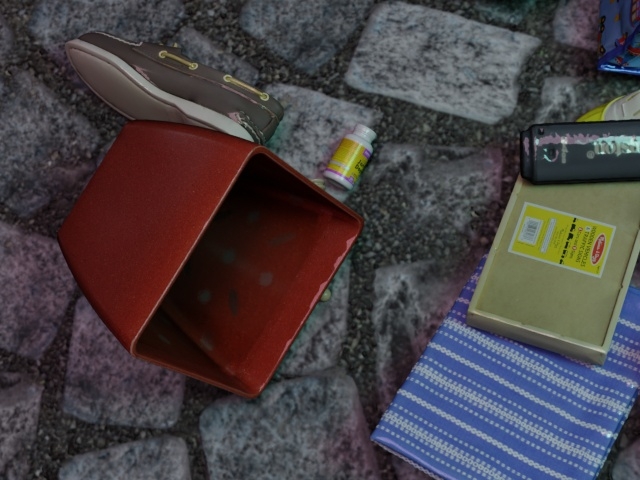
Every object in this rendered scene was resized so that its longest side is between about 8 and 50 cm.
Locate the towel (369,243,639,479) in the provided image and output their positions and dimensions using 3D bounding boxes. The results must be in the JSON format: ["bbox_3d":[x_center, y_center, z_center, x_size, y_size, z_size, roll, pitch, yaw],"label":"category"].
[{"bbox_3d":[0.244,0.153,1.293,0.243,0.040,0.336,27,61,17],"label":"towel"}]

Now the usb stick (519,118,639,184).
[{"bbox_3d":[0.381,-0.109,1.341,0.278,0.045,0.077,-2,102,5],"label":"usb stick"}]

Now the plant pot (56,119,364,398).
[{"bbox_3d":[-0.155,-0.001,1.357,0.236,0.267,0.267,32,89,34],"label":"plant pot"}]

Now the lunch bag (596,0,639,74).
[{"bbox_3d":[0.505,-0.311,1.366,0.293,0.138,0.220,8,77,-8],"label":"lunch bag"}]

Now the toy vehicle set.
[{"bbox_3d":[0.296,0.007,1.340,0.166,0.035,0.266,18,63,15],"label":"toy vehicle set"}]

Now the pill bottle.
[{"bbox_3d":[0.040,-0.110,1.457,0.043,0.043,0.083,27,83,16],"label":"pill bottle"}]

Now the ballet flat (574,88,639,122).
[{"bbox_3d":[0.423,-0.160,1.376,0.231,0.077,0.077,-8,67,10],"label":"ballet flat"}]

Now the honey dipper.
[{"bbox_3d":[0.000,0.000,1.446,0.031,0.030,0.160,-9,77,9],"label":"honey dipper"}]

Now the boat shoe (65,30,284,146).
[{"bbox_3d":[-0.199,-0.207,1.498,0.324,0.116,0.096,28,64,22],"label":"boat shoe"}]
